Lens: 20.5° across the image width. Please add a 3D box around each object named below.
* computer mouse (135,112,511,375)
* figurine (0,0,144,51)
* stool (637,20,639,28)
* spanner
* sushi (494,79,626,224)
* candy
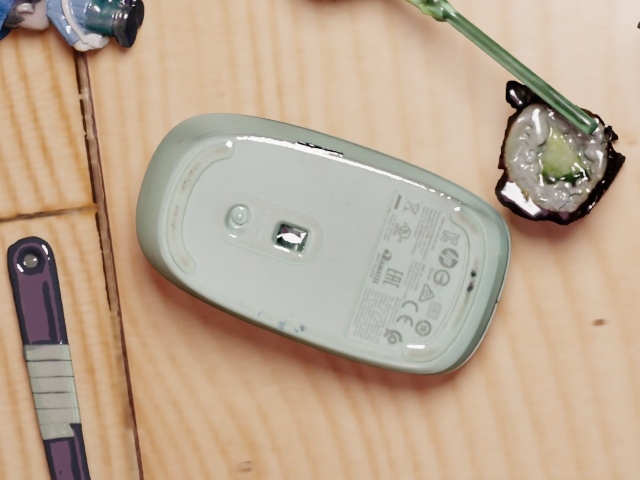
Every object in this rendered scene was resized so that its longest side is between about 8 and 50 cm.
[{"bbox_3d":[-0.001,-0.001,1.373,0.288,0.097,0.160,18,96,-2],"label":"computer mouse"},{"bbox_3d":[-0.213,-0.194,1.413,0.136,0.079,0.077,6,53,15],"label":"figurine"},{"bbox_3d":[0.336,-0.137,1.288,0.217,0.125,0.121,-8,110,-6],"label":"stool"},{"bbox_3d":[-0.209,0.152,1.463,0.087,0.024,0.316,-9,90,10],"label":"spanner"},{"bbox_3d":[0.174,-0.064,1.338,0.098,0.084,0.094,27,102,13],"label":"sushi"},{"bbox_3d":[0.084,-0.167,1.317,0.091,0.083,0.305,-43,68,-12],"label":"candy"}]
